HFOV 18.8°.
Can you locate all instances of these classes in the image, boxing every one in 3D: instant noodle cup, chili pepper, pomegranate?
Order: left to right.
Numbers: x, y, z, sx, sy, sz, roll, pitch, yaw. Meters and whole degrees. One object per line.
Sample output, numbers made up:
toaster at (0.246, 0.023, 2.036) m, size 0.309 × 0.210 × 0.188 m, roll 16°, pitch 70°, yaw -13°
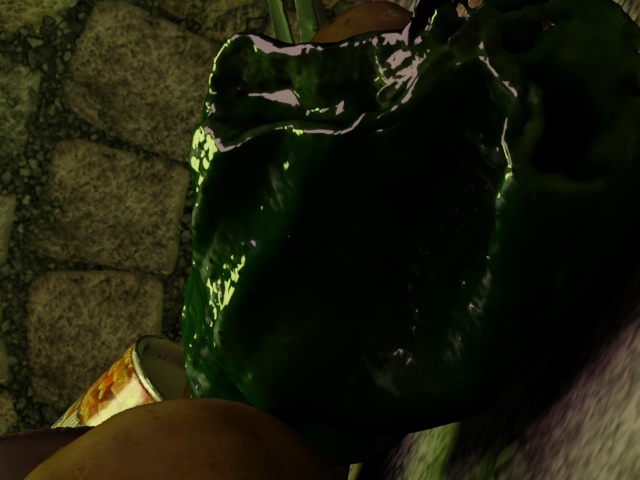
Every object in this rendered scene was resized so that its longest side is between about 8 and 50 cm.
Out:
instant noodle cup at (-0.139, 0.195, 1.629) m, size 0.174 × 0.213 × 0.213 m, roll -51°, pitch 9°, yaw 14°
pomegranate at (-0.064, 0.191, 0.926) m, size 0.233 × 0.233 × 0.233 m, roll -62°, pitch 6°, yaw 12°
chili pepper at (0.036, 0.009, 0.965) m, size 0.385 × 0.213 × 0.167 m, roll 123°, pitch 144°, yaw -63°

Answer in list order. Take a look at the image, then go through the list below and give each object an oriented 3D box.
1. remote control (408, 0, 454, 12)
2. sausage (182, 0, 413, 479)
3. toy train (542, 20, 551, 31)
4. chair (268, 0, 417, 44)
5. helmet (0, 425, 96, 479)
remote control at (0.140, -0.289, 2.019) m, size 0.221 × 0.042 × 0.078 m, roll -63°, pitch 7°, yaw 10°
sausage at (-0.013, 0.053, 1.297) m, size 0.136 × 0.123 × 0.501 m, roll -2°, pitch 58°, yaw 31°
toy train at (0.125, -0.082, 1.156) m, size 0.118 × 0.074 × 0.176 m, roll -63°, pitch 3°, yaw -35°
chair at (0.022, -0.137, 1.738) m, size 0.203 × 0.191 × 0.274 m, roll -73°, pitch -17°, yaw -61°
helmet at (-0.188, 0.301, 1.409) m, size 0.338 × 0.271 × 0.197 m, roll -58°, pitch 40°, yaw 26°
